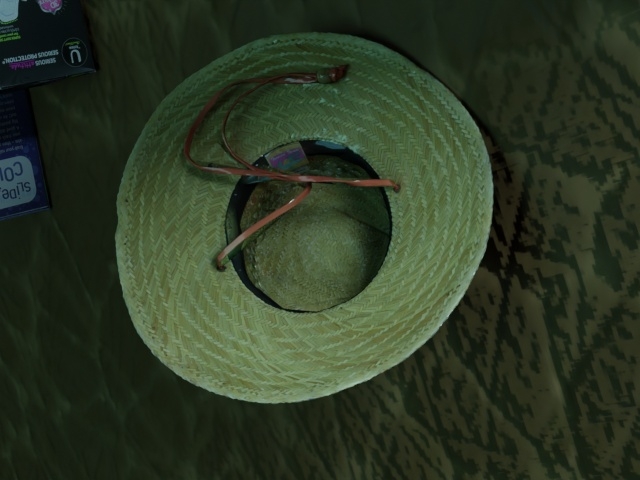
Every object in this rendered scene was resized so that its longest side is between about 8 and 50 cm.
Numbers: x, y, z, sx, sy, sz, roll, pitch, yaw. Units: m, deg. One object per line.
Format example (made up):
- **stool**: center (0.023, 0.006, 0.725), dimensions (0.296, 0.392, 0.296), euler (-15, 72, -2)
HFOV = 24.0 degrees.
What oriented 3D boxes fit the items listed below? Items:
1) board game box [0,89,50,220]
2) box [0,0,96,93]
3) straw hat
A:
- **board game box**: center (-0.237, -0.058, 0.718), dimensions (0.035, 0.201, 0.136), euler (5, 107, 53)
- **box**: center (-0.149, -0.112, 0.705), dimensions (0.062, 0.052, 0.083), euler (-3, 100, 54)
- **straw hat**: center (0.000, 0.000, 0.537), dimensions (0.144, 0.144, 0.061), euler (48, 176, 31)
